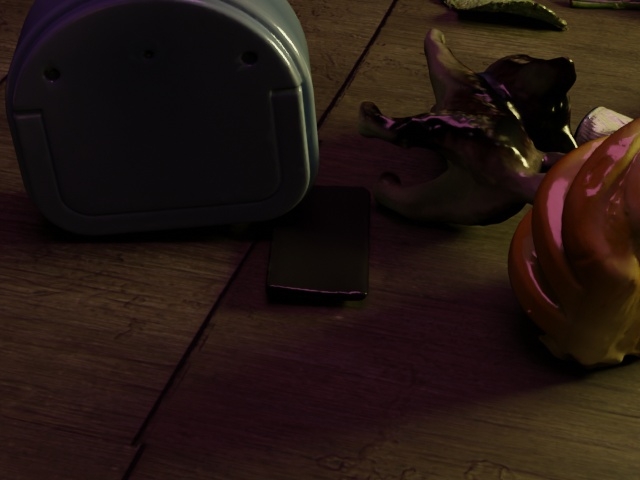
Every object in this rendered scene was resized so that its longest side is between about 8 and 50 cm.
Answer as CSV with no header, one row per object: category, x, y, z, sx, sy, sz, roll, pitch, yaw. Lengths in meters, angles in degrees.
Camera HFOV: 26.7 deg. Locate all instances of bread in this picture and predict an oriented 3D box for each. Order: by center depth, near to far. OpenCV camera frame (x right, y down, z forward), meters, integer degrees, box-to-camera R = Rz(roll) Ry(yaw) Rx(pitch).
bread,0.360,-0.024,1.492,0.316,0.270,0.211,-16,50,-24

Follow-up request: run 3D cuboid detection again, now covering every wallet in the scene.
wallet,0.000,0.001,1.668,0.124,0.025,0.244,2,32,1

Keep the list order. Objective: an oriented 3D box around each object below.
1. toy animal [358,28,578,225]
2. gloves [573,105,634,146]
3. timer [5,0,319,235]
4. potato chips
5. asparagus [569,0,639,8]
toy animal,0.242,-0.142,1.757,0.303,0.194,0.344,10,37,22
gloves,0.450,-0.115,1.801,0.229,0.097,0.119,19,33,36
timer,-0.191,-0.197,1.633,0.395,0.395,0.173,0,36,-2
potato chips,0.304,-0.405,2.268,0.167,0.059,0.228,-6,29,-23
asparagus,0.543,-0.405,2.308,0.233,0.022,0.023,3,19,3
